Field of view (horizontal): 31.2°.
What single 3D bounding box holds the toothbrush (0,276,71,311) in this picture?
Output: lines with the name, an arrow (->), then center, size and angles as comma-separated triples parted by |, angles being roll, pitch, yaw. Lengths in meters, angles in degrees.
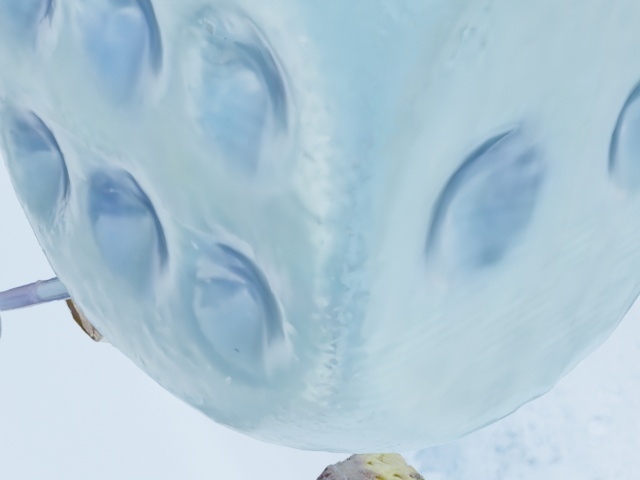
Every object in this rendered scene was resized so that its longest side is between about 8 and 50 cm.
toothbrush -> -0.273, 0.053, 1.105 | 0.354, 0.029, 0.024 | -13, 77, 5

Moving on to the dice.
dice -> 0.016, -0.084, 0.534 | 0.268, 0.262, 0.264 | 32, 132, 36

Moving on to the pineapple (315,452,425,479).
pineapple -> 0.036, 0.339, 1.234 | 0.140, 0.250, 0.164 | 32, 106, 22

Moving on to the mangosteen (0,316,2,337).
mangosteen -> -0.517, 0.167, 1.354 | 0.313, 0.297, 0.297 | -11, 104, 32

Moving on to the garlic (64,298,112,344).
garlic -> -0.222, 0.001, 1.253 | 0.115, 0.128, 0.206 | 25, 97, -22
